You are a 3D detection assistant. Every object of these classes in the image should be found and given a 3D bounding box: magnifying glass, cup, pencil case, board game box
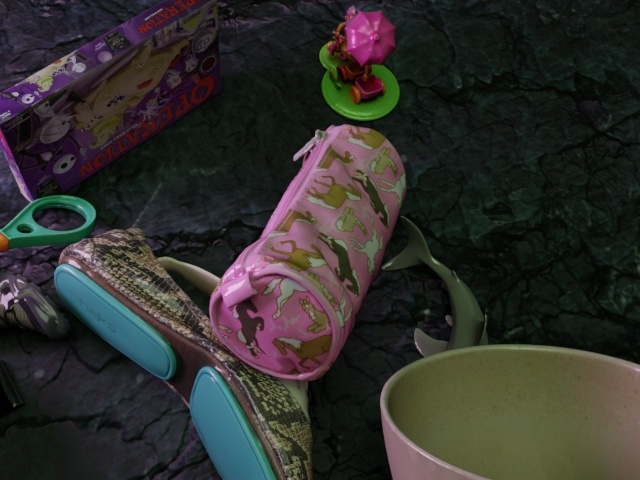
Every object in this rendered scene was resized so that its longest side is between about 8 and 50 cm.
[{"bbox_3d":[-0.401,-0.009,1.055,0.092,0.026,0.231,33,39,23],"label":"magnifying glass"},{"bbox_3d":[0.223,0.274,0.804,0.330,0.331,0.237,-1,104,-7],"label":"cup"},{"bbox_3d":[0.000,0.000,0.999,0.167,0.160,0.386,22,38,3],"label":"pencil case"},{"bbox_3d":[-0.289,-0.203,1.123,0.346,0.208,0.056,-39,75,-22],"label":"board game box"}]

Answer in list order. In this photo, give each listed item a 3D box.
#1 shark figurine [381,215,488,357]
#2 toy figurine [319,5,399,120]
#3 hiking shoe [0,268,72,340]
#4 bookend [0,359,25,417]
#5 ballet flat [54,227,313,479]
[{"bbox_3d":[0.187,0.101,1.066,0.166,0.116,0.278,-2,64,-9],"label":"shark figurine"},{"bbox_3d":[0.064,-0.303,1.242,0.130,0.159,0.173,-20,65,-16],"label":"toy figurine"},{"bbox_3d":[-0.430,0.093,1.028,0.226,0.086,0.114,24,70,17],"label":"hiking shoe"},{"bbox_3d":[-0.452,0.182,0.926,0.156,0.157,0.072,-29,69,-19],"label":"bookend"},{"bbox_3d":[-0.130,0.147,0.992,0.483,0.164,0.182,43,50,19],"label":"ballet flat"}]
